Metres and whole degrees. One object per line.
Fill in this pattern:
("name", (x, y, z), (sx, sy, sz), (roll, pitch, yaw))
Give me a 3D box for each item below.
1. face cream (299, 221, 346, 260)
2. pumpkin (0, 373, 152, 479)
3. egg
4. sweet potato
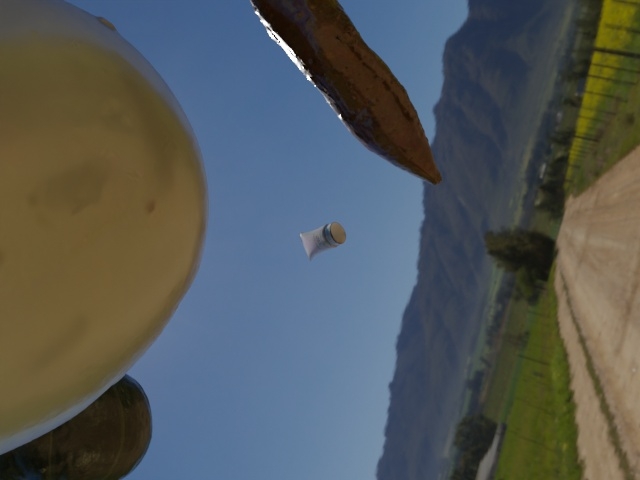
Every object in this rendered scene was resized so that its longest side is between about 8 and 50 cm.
("face cream", (0.000, 0.000, 0.777), (0.020, 0.038, 0.115), (-23, 1, -21))
("pumpkin", (-0.416, 0.291, 1.028), (0.300, 0.300, 0.208), (40, -139, -72))
("egg", (-0.222, -0.011, 0.391), (0.345, 0.282, 0.283), (-62, -18, -65))
("sweet potato", (0.018, -0.119, 0.466), (0.051, 0.218, 0.065), (-38, 12, 15))
